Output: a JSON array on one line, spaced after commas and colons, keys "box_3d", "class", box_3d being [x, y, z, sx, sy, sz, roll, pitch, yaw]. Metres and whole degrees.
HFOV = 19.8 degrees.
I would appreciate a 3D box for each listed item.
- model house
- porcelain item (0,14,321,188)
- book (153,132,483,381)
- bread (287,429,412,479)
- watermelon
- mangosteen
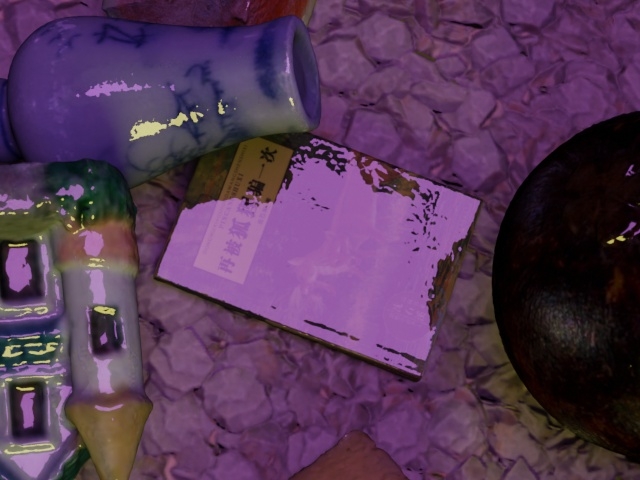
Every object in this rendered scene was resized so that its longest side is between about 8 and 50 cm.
[{"box_3d": [-0.251, 0.124, 1.311, 0.267, 0.194, 0.325, -4, 79, -10], "class": "model house"}, {"box_3d": [-0.133, -0.108, 1.393, 0.259, 0.141, 0.141, -8, 74, 16], "class": "porcelain item"}, {"box_3d": [0.000, 0.000, 1.468, 0.228, 0.024, 0.160, 22, 75, -3], "class": "book"}, {"box_3d": [-0.017, 0.237, 1.319, 0.240, 0.178, 0.135, -30, 82, -14], "class": "bread"}, {"box_3d": [-0.083, -0.233, 1.485, 0.146, 0.128, 0.231, 14, 71, 21], "class": "watermelon"}, {"box_3d": [0.269, 0.042, 1.383, 0.288, 0.288, 0.288, 2, 74, -8], "class": "mangosteen"}]
